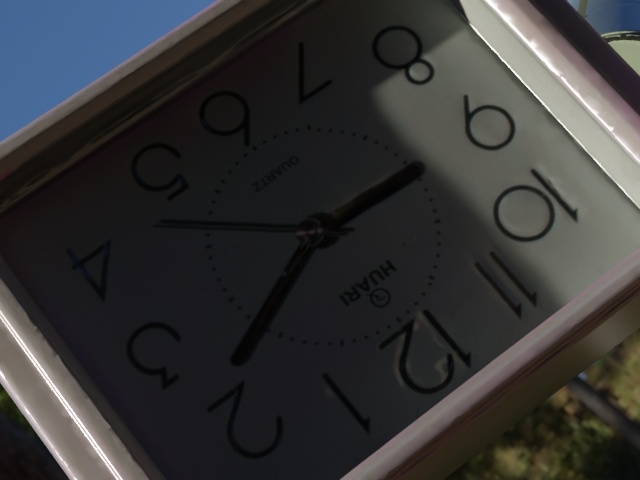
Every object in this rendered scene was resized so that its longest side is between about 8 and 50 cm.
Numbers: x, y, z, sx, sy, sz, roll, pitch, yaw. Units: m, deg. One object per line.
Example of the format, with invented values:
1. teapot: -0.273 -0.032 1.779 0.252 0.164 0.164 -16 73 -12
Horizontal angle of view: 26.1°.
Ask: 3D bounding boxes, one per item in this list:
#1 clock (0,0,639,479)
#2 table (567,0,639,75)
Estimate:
1. clock: 0.000 0.000 0.406 0.197 0.150 0.063 -35 -17 -13
2. table: 0.237 -0.130 1.061 0.126 0.126 0.220 -60 1 28
